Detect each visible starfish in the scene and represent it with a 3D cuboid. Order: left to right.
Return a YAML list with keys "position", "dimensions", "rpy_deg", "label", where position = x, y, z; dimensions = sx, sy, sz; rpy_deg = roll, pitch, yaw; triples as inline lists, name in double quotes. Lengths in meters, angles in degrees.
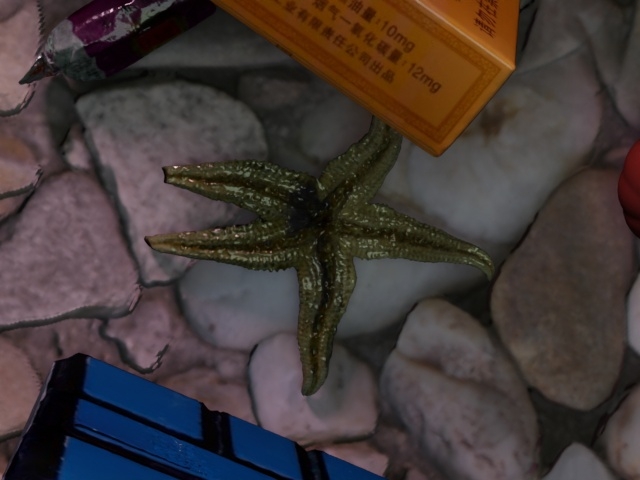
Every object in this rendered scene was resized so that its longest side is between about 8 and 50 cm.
- position: [0.000, 0.000, 0.959]
  dimensions: [0.223, 0.050, 0.217]
  rpy_deg: [12, 103, 5]
  label: "starfish"

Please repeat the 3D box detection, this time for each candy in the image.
- position: [-0.110, -0.140, 0.933]
  dimensions: [0.175, 0.045, 0.043]
  rpy_deg: [-32, 66, 1]
  label: "candy"

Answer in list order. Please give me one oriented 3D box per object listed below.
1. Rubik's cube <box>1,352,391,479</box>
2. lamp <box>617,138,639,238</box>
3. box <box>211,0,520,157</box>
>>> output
- position: [-0.088, 0.264, 0.873]
  dimensions: [0.288, 0.283, 0.293]
  rpy_deg: [22, 94, -9]
  label: "Rubik's cube"
- position: [0.240, -0.032, 0.957]
  dimensions: [0.101, 0.090, 0.101]
  rpy_deg: [8, 127, 11]
  label: "lamp"
- position: [-0.014, -0.180, 0.863]
  dimensions: [0.274, 0.174, 0.076]
  rpy_deg: [34, 116, -9]
  label: "box"
